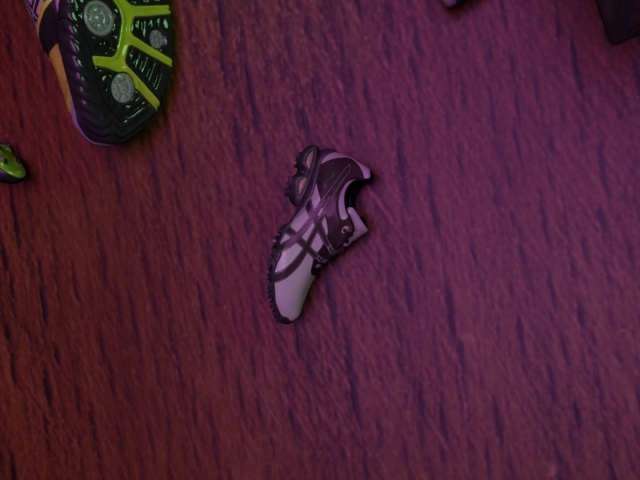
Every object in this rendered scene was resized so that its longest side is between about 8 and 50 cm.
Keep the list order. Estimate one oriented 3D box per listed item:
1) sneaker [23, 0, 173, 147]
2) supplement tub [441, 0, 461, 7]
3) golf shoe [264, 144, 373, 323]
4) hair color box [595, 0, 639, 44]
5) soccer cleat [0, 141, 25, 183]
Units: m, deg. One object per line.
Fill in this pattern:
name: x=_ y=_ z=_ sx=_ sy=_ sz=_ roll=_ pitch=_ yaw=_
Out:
sneaker: x=-0.277 y=-0.291 z=1.168 sx=0.147 sy=0.145 sz=0.385 roll=-12 pitch=89 yaw=43
supplement tub: x=0.160 y=-0.301 z=1.083 sx=0.107 sy=0.071 sz=0.071 roll=-31 pitch=83 yaw=10
golf shoe: x=0.000 y=0.000 z=1.112 sx=0.094 sy=0.077 sz=0.198 roll=14 pitch=93 yaw=12
hair color box: x=0.279 y=-0.309 z=0.900 sx=0.113 sy=0.374 sz=0.185 roll=-21 pitch=85 yaw=12
soccer cleat: x=-0.423 y=-0.100 z=1.222 sx=0.179 sy=0.060 sz=0.072 roll=29 pitch=105 yaw=18
